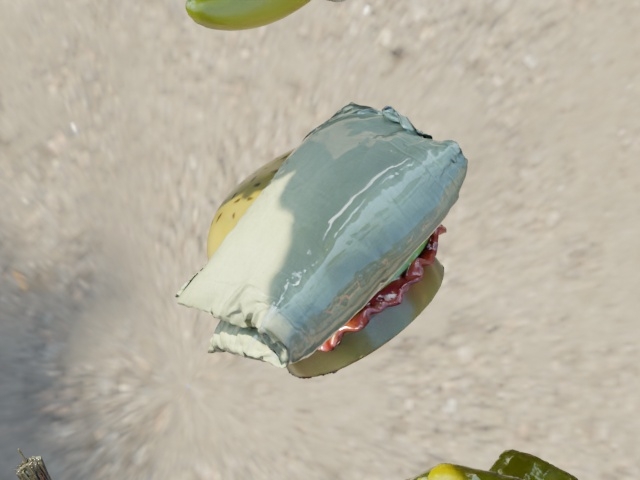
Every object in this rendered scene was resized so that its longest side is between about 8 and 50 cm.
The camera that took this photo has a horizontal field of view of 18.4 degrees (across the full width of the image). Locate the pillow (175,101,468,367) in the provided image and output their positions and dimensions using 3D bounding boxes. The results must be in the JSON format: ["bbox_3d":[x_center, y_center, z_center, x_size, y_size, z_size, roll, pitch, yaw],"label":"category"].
[{"bbox_3d":[0.000,0.000,1.201,0.181,0.134,0.078,-47,114,-11],"label":"pillow"}]

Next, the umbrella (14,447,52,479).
[{"bbox_3d":[-0.197,0.185,1.423,0.083,0.031,0.020,54,46,-14],"label":"umbrella"}]

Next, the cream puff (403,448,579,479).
[{"bbox_3d":[0.111,0.311,1.478,0.269,0.323,0.274,-27,73,36],"label":"cream puff"}]

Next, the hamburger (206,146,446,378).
[{"bbox_3d":[-0.002,0.003,1.413,0.175,0.175,0.137,-35,105,-6],"label":"hamburger"}]

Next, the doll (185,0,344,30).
[{"bbox_3d":[-0.053,-0.288,1.658,0.237,0.111,0.252,-51,131,-3],"label":"doll"}]
